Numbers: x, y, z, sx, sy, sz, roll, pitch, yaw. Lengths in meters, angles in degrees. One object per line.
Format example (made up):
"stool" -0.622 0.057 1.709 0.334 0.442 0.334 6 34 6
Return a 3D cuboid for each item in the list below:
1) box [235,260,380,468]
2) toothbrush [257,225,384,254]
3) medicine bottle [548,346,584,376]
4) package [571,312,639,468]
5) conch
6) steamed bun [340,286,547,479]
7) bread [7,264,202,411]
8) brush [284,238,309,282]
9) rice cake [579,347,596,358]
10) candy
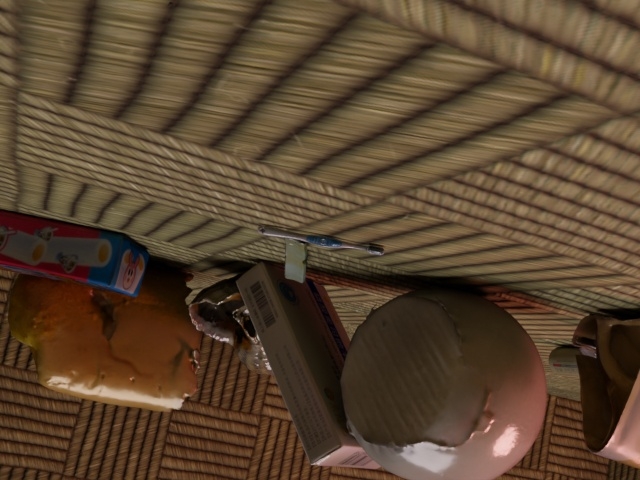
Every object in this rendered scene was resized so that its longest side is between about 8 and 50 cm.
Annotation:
"box" -0.004 0.205 1.317 0.065 0.343 0.200 -38 148 19
"toothbrush" 0.000 0.000 0.999 0.162 0.014 0.017 10 -176 11
"medicine bottle" 0.524 0.233 1.521 0.059 0.059 0.231 15 169 -15
"package" 0.511 0.206 1.109 0.311 0.221 0.165 16 -170 -15
"conch" -0.120 0.137 1.513 0.210 0.159 0.291 27 152 20
"steamed bun" 0.204 0.226 1.190 0.310 0.309 0.309 12 170 2
"bread" -0.433 0.158 1.641 0.395 0.250 0.361 20 -168 -21
"brush" -0.032 0.021 1.119 0.033 0.030 0.178 27 161 7
"rice cake" 0.587 0.194 1.241 0.365 0.056 0.072 11 164 5
"candy" -0.482 0.021 1.440 0.306 0.100 0.157 10 169 6
